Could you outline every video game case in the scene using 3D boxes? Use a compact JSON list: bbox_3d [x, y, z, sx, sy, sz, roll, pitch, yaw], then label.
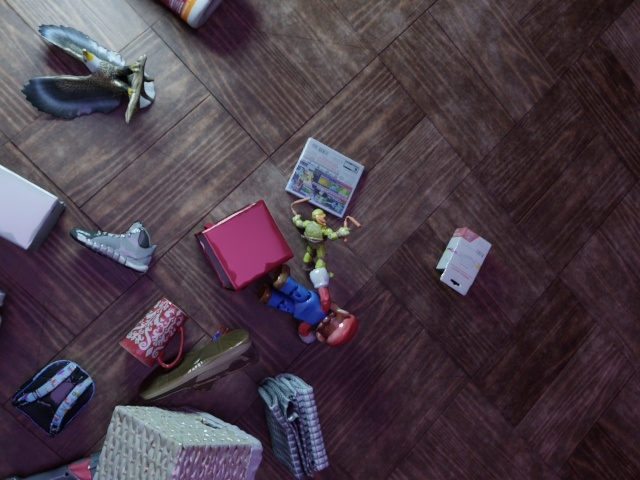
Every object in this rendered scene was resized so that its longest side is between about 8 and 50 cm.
[{"bbox_3d":[0.015,-0.193,1.844,0.201,0.023,0.183,27,81,-17],"label":"video game case"}]

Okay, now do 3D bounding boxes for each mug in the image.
[{"bbox_3d":[-0.446,0.262,1.652,0.150,0.113,0.169,46,72,-27],"label":"mug"}]

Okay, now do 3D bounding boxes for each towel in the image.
[{"bbox_3d":[-0.087,0.514,1.663,0.121,0.284,0.234,-13,92,-17],"label":"towel"}]

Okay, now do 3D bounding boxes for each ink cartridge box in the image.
[{"bbox_3d":[0.464,0.070,1.959,0.115,0.067,0.198,33,78,-14],"label":"ink cartridge box"}]

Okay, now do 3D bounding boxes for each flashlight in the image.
[{"bbox_3d":[-0.704,0.652,1.564,0.304,0.103,0.103,-16,135,-15],"label":"flashlight"}]

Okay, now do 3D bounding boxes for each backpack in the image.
[{"bbox_3d":[-0.688,0.398,1.559,0.158,0.117,0.173,46,77,-12],"label":"backpack"}]

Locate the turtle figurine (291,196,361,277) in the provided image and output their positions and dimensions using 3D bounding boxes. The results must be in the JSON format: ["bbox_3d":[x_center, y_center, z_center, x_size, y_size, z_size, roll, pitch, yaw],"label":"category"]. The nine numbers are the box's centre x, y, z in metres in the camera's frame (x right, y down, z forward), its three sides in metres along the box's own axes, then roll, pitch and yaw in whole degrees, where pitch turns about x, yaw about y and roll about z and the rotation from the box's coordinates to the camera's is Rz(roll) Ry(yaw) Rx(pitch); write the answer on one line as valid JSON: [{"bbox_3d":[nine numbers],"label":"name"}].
[{"bbox_3d":[0.000,0.000,1.739,0.087,0.270,0.217,-23,122,-46],"label":"turtle figurine"}]

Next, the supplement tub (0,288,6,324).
[{"bbox_3d":[-0.927,0.247,1.421,0.241,0.241,0.331,23,82,-16],"label":"supplement tub"}]

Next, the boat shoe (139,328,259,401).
[{"bbox_3d":[-0.334,0.377,1.667,0.342,0.123,0.123,-27,116,-6],"label":"boat shoe"}]

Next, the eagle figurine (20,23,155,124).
[{"bbox_3d":[-0.607,-0.446,1.588,0.299,0.225,0.226,9,41,11],"label":"eagle figurine"}]

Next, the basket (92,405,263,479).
[{"bbox_3d":[-0.378,0.612,1.506,0.266,0.329,0.331,25,79,-48],"label":"basket"}]

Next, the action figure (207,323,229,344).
[{"bbox_3d":[-0.306,0.301,1.730,0.038,0.030,0.115,31,85,-9],"label":"action figure"}]

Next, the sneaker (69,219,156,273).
[{"bbox_3d":[-0.558,-0.011,1.634,0.229,0.086,0.132,32,75,-25],"label":"sneaker"}]

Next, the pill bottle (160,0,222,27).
[{"bbox_3d":[-0.432,-0.789,1.605,0.392,0.224,0.224,38,78,-13],"label":"pill bottle"}]

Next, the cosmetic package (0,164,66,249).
[{"bbox_3d":[-0.850,-0.131,1.468,0.385,0.217,0.156,33,79,-12],"label":"cosmetic package"}]

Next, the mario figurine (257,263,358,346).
[{"bbox_3d":[-0.026,0.192,1.749,0.321,0.198,0.170,36,59,-21],"label":"mario figurine"}]

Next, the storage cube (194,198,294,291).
[{"bbox_3d":[-0.219,0.016,1.682,0.193,0.184,0.214,-32,98,-17],"label":"storage cube"}]
